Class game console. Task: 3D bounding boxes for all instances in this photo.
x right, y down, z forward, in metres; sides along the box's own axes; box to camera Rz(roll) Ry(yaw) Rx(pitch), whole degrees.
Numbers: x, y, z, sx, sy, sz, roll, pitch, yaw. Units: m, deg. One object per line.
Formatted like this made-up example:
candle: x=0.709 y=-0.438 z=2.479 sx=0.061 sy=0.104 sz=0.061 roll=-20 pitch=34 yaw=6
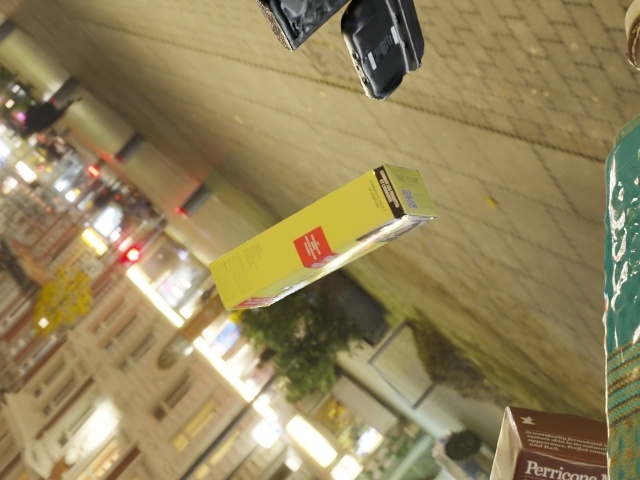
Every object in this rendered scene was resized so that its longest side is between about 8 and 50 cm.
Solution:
game console: x=0.047 y=-0.269 z=1.046 sx=0.044 sy=0.213 sz=0.361 roll=47 pitch=177 yaw=26

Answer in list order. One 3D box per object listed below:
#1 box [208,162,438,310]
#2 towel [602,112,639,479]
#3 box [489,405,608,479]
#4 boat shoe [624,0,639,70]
box: x=0.000 y=0.000 z=0.943 sx=0.087 sy=0.232 sz=0.058 roll=2 pitch=-116 yaw=-61
towel: x=0.192 y=0.064 z=0.350 sx=0.040 sy=0.370 sz=0.271 roll=12 pitch=155 yaw=-11
box: x=0.307 y=0.429 z=1.203 sx=0.191 sy=0.382 sz=0.143 roll=9 pitch=-167 yaw=1
boat shoe: x=0.409 y=-0.114 z=0.839 sx=0.324 sy=0.097 sz=0.116 roll=30 pitch=135 yaw=-24
